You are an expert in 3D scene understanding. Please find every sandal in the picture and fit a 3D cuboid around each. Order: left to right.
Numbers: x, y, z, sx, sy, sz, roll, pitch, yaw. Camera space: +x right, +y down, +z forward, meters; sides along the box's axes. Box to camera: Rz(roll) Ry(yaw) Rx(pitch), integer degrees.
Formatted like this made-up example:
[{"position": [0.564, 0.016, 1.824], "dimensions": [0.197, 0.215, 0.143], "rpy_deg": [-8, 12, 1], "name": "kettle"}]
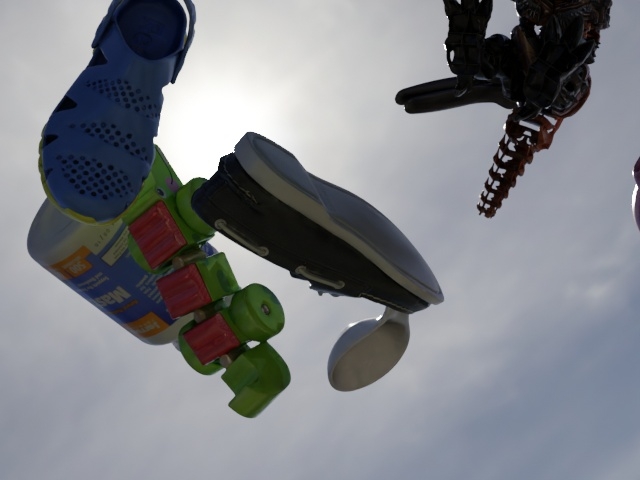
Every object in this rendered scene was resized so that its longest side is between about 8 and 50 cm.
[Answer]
[{"position": [-0.211, -0.163, 1.938], "dimensions": [0.126, 0.317, 0.138], "rpy_deg": [20, -30, -12], "name": "sandal"}]

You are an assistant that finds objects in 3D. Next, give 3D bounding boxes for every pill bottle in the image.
[{"position": [-0.217, 0.035, 2.257], "dimensions": [0.152, 0.152, 0.272], "rpy_deg": [-42, -60, 12], "name": "pill bottle"}]

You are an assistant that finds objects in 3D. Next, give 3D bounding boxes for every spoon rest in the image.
[{"position": [0.079, 0.120, 2.627], "dimensions": [0.137, 0.084, 0.276], "rpy_deg": [-17, -43, -27], "name": "spoon rest"}]

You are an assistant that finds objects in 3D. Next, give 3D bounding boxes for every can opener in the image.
[{"position": [0.179, -0.189, 2.254], "dimensions": [0.186, 0.059, 0.073], "rpy_deg": [-13, -65, -15], "name": "can opener"}]

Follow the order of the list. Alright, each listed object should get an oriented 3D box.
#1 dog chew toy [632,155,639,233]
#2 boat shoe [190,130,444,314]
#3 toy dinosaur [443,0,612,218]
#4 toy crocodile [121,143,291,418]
[{"position": [0.439, 0.017, 1.742], "dimensions": [0.206, 0.332, 0.206], "rpy_deg": [-51, 9, 11], "name": "dog chew toy"}, {"position": [0.000, 0.000, 1.756], "dimensions": [0.091, 0.114, 0.302], "rpy_deg": [-43, -54, 16], "name": "boat shoe"}, {"position": [0.242, -0.185, 1.931], "dimensions": [0.164, 0.321, 0.218], "rpy_deg": [-1, -5, 25], "name": "toy dinosaur"}, {"position": [-0.141, 0.042, 2.034], "dimensions": [0.115, 0.340, 0.105], "rpy_deg": [-32, -7, 31], "name": "toy crocodile"}]
